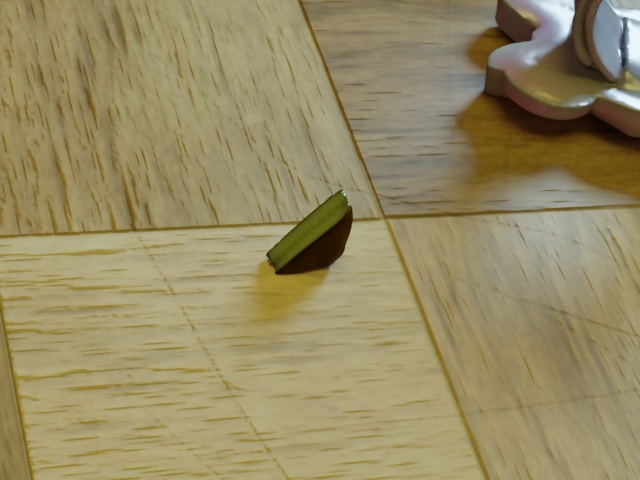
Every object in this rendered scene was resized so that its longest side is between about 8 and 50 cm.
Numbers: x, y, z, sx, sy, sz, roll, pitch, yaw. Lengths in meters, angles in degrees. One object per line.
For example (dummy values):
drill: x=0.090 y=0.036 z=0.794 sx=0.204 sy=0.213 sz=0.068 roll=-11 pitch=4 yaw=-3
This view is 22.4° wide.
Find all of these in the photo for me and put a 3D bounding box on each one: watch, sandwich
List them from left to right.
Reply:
sandwich: x=0.000 y=0.000 z=1.308 sx=0.044 sy=0.083 sz=0.031 roll=38 pitch=17 yaw=-50
watch: x=0.299 y=-0.223 z=1.485 sx=0.248 sy=0.217 sz=0.211 roll=16 pitch=45 yaw=-4
